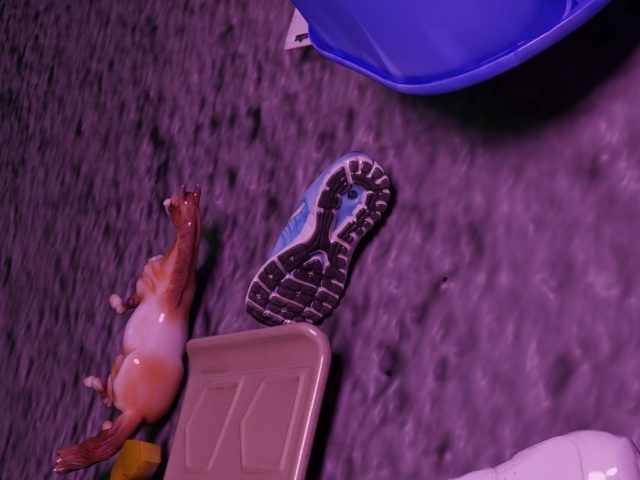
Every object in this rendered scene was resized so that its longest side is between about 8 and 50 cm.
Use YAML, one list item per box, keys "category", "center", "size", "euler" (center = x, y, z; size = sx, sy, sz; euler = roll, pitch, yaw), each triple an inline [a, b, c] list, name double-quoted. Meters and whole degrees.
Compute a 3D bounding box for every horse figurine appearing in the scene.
- category: "horse figurine"
  center: [-0.161, 0.091, 1.310]
  size: [0.174, 0.066, 0.263]
  euler: [-18, 52, 63]

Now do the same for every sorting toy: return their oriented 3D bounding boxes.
- category: "sorting toy"
  center: [-0.088, 0.190, 1.146]
  size: [0.307, 0.041, 0.229]
  euler: [-14, 63, 57]

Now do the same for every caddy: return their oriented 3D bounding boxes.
- category: "caddy"
  center: [0.089, -0.221, 0.978]
  size: [0.241, 0.179, 0.341]
  euler: [-45, 28, -4]

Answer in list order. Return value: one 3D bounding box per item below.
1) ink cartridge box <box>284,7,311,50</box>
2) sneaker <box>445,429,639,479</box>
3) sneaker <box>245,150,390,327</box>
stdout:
- category: "ink cartridge box"
  center: [0.009, -0.217, 1.266]
  size: [0.063, 0.029, 0.115]
  euler: [1, 73, 60]
- category: "sneaker"
  center: [0.047, 0.193, 0.779]
  size: [0.305, 0.152, 0.114]
  euler: [-45, 34, 35]
- category: "sneaker"
  center: [0.000, 0.000, 1.115]
  size: [0.162, 0.063, 0.073]
  euler: [-54, 13, 17]
